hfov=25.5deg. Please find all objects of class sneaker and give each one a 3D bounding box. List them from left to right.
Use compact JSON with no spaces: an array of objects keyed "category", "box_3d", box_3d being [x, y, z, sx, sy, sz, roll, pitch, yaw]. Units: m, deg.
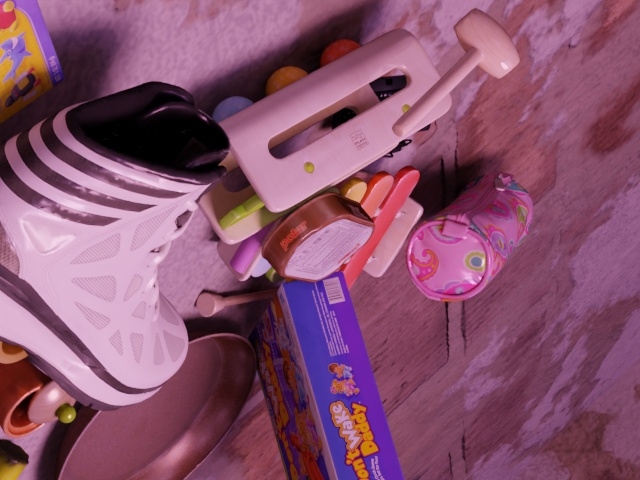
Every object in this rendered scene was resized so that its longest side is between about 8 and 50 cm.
[{"category":"sneaker","box_3d":[-0.163,0.012,1.309,0.257,0.169,0.447,-30,155,8]}]

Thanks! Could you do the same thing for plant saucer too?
[{"category":"plant saucer","box_3d":[-0.209,0.223,1.738,0.310,0.050,0.311,-36,150,-25]}]

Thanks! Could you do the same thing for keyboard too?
[{"category":"keyboard","box_3d":[0.085,-0.142,1.683,0.192,0.038,0.100,-14,115,-48]}]

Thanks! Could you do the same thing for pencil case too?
[{"category":"pencil case","box_3d":[0.204,-0.011,1.895,0.124,0.124,0.284,-62,169,24]}]

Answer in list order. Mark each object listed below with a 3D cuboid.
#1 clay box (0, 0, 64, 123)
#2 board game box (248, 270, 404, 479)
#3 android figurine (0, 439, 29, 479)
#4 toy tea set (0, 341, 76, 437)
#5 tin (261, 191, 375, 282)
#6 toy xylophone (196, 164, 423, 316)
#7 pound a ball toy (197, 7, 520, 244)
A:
[{"category":"clay box","box_3d":[-0.316,-0.117,1.119,0.222,0.053,0.127,-40,153,-18]},{"category":"board game box","box_3d":[0.013,0.239,1.689,0.078,0.347,0.233,-12,163,-17]},{"category":"android figurine","box_3d":[-0.431,0.335,1.545,0.273,0.056,0.248,-55,153,8]},{"category":"toy tea set","box_3d":[-0.335,0.140,1.349,0.336,0.124,0.200,2,124,-57]},{"category":"tin","box_3d":[0.000,0.000,1.553,0.106,0.040,0.189,-39,165,12]},{"category":"toy xylophone","box_3d":[-0.016,0.004,1.705,0.322,0.081,0.236,-10,135,-51]},{"category":"pound a ball toy","box_3d":[0.025,-0.145,1.476,0.319,0.136,0.208,-33,180,-32]}]
